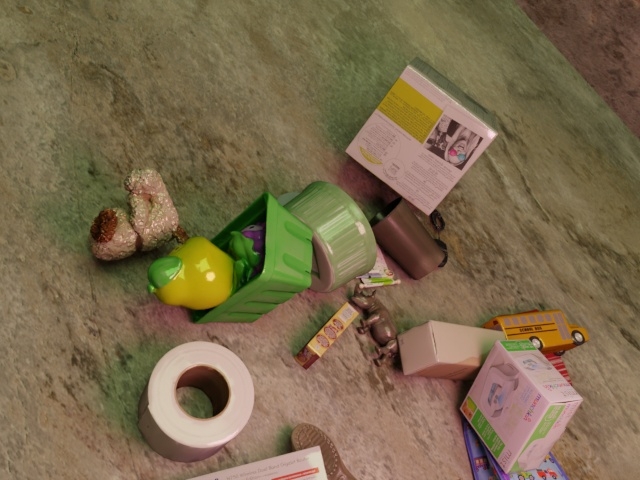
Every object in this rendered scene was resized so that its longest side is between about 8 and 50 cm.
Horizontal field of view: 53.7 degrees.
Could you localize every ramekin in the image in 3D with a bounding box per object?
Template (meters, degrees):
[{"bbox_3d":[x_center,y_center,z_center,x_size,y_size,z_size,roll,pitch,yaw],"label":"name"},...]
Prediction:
[{"bbox_3d":[0.000,0.000,1.772,0.148,0.303,0.303,-33,78,-28],"label":"ramekin"}]

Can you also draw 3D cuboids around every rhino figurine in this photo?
[{"bbox_3d":[0.161,0.235,1.835,0.106,0.073,0.243,-19,72,-26],"label":"rhino figurine"}]

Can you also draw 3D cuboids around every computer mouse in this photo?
[{"bbox_3d":[0.386,-0.007,2.115,0.071,0.041,0.242,25,47,-20],"label":"computer mouse"}]

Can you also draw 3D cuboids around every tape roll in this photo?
[{"bbox_3d":[-0.293,0.379,1.481,0.246,0.169,0.246,12,57,-19],"label":"tape roll"}]

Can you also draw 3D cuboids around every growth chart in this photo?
[{"bbox_3d":[0.133,0.047,1.970,0.172,0.021,0.237,-10,64,-30],"label":"growth chart"}]

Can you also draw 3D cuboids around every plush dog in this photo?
[{"bbox_3d":[-0.475,-0.025,1.596,0.225,0.262,0.211,-29,76,-25],"label":"plush dog"}]

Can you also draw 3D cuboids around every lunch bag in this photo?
[{"bbox_3d":[0.530,0.599,1.772,0.221,0.138,0.293,5,43,-21],"label":"lunch bag"}]

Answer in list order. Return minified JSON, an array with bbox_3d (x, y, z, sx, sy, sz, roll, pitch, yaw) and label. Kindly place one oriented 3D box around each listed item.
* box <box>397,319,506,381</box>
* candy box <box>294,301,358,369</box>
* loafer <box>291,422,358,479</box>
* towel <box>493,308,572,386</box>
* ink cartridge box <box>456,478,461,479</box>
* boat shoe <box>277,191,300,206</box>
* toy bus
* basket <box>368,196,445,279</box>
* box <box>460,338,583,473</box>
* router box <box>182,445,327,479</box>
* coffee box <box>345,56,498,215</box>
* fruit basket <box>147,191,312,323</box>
[{"bbox_3d":[0.384,0.319,1.802,0.311,0.148,0.121,12,59,-33],"label":"box"},{"bbox_3d":[0.017,0.260,1.732,0.053,0.109,0.187,42,52,3],"label":"candy box"},{"bbox_3d":[0.012,0.573,1.551,0.102,0.092,0.268,-31,80,-37],"label":"loafer"},{"bbox_3d":[0.680,0.356,2.030,0.198,0.031,0.275,-6,64,-27],"label":"towel"},{"bbox_3d":[0.281,0.709,1.567,0.078,0.134,0.231,21,54,-11],"label":"ink cartridge box"},{"bbox_3d":[-0.041,-0.099,1.957,0.183,0.083,0.065,2,56,8],"label":"boat shoe"},{"bbox_3d":[0.674,0.297,1.976,0.332,0.108,0.130,-3,61,-26],"label":"toy bus"},{"bbox_3d":[0.268,0.000,1.966,0.227,0.154,0.204,49,9,-5],"label":"basket"},{"bbox_3d":[0.523,0.434,1.669,0.126,0.262,0.231,3,33,-26],"label":"box"},{"bbox_3d":[-0.125,0.642,1.377,0.335,0.082,0.301,-12,65,-5],"label":"router box"},{"bbox_3d":[0.328,-0.344,2.036,0.338,0.334,0.337,37,24,-1],"label":"coffee box"},{"bbox_3d":[-0.247,0.058,1.572,0.392,0.392,0.283,13,57,-18],"label":"fruit basket"}]
